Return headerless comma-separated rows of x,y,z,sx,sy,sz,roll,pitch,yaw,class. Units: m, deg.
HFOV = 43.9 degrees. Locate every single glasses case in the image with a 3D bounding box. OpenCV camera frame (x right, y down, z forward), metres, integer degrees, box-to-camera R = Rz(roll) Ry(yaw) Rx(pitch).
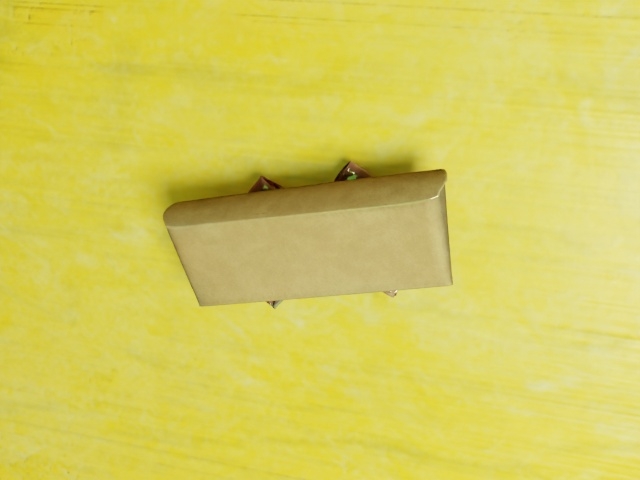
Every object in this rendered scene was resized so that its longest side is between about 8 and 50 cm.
0.000,0.000,0.562,0.193,0.070,0.102,-6,127,14,glasses case
